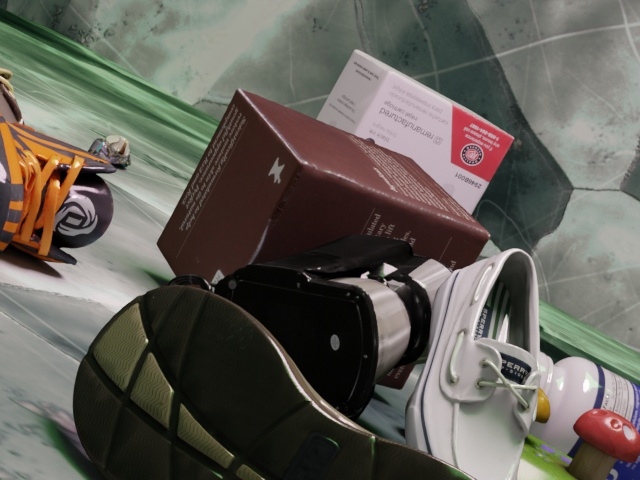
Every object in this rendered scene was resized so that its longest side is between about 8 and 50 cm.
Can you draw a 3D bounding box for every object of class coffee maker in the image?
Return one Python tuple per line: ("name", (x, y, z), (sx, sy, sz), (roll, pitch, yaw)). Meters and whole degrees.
("coffee maker", (0.002, 0.049, 1.108), (0.171, 0.120, 0.178), (34, 19, 18))

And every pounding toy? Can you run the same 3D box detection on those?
("pounding toy", (0.162, 0.155, 1.119), (0.183, 0.110, 0.237), (27, 6, -5))

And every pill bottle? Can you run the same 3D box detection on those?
("pill bottle", (0.245, 0.170, 1.351), (0.186, 0.112, 0.112), (27, 6, -9))

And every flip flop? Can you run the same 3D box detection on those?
("flip flop", (-0.014, 0.119, 0.739), (0.277, 0.112, 0.080), (28, -21, 25))

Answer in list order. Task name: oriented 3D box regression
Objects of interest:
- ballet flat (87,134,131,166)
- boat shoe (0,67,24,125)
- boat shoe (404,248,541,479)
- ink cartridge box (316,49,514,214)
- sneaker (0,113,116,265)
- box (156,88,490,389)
("ballet flat", (-0.262, -0.115, 1.886), (0.041, 0.041, 0.114), (28, 6, 8))
("boat shoe", (-0.342, -0.133, 1.385), (0.116, 0.097, 0.324), (23, 7, -41))
("boat shoe", (0.111, 0.095, 1.015), (0.083, 0.076, 0.226), (26, 44, -24))
("ink cartridge box", (0.071, -0.058, 1.773), (0.197, 0.273, 0.114), (24, 10, -28))
("sneaker", (-0.215, -0.042, 1.042), (0.180, 0.125, 0.321), (23, 7, -29))
("box", (0.000, 0.000, 1.286), (0.203, 0.168, 0.167), (20, 18, -31))
